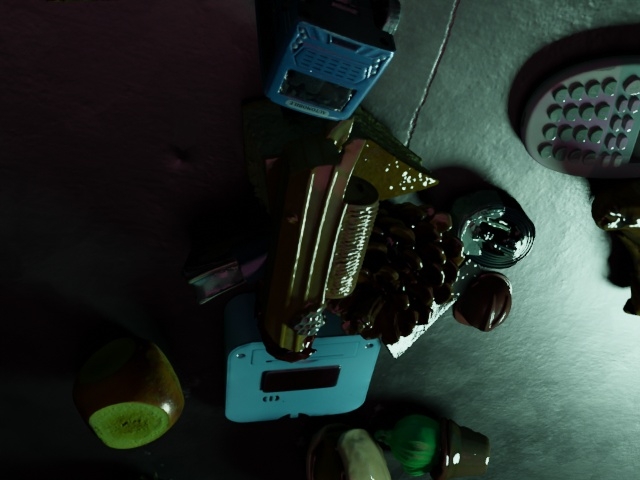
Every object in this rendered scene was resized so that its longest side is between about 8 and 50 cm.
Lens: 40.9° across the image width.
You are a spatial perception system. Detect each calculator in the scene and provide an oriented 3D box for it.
[{"bbox_3d":[0.420,-0.168,1.180,0.298,0.041,0.186,-3,127,-8],"label":"calculator"}]

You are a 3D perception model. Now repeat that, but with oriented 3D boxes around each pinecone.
[{"bbox_3d":[0.087,0.047,1.160,0.212,0.168,0.186,-37,145,-34],"label":"pinecone"}]

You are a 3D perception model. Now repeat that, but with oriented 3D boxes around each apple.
[{"bbox_3d":[-0.277,0.225,1.237,0.147,0.163,0.146,-29,120,-9],"label":"apple"}]

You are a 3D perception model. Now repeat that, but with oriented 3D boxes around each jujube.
[{"bbox_3d":[-0.048,0.088,1.194,0.104,0.166,0.104,6,145,4],"label":"jujube"}]

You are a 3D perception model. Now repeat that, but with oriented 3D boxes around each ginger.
[{"bbox_3d":[0.492,0.006,1.287,0.133,0.107,0.309,-23,130,12],"label":"ginger"}]

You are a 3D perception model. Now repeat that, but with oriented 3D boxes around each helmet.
[{"bbox_3d":[0.263,0.111,1.342,0.089,0.057,0.111,7,124,-20],"label":"helmet"}]

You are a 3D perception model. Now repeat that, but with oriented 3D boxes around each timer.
[{"bbox_3d":[-0.037,0.188,1.341,0.231,0.091,0.250,-3,138,-11],"label":"timer"}]

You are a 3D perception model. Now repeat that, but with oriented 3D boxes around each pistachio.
[{"bbox_3d":[0.054,0.413,1.478,0.137,0.153,0.238,6,135,34],"label":"pistachio"}]

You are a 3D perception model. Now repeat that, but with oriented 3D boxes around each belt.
[{"bbox_3d":[0.248,-0.016,1.244,0.140,0.058,0.105,20,116,-24],"label":"belt"}]

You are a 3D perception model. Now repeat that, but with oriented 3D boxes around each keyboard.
[{"bbox_3d":[0.168,0.096,1.288,0.195,0.018,0.060,-42,134,-12],"label":"keyboard"}]

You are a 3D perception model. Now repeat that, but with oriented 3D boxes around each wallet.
[{"bbox_3d":[-0.081,0.013,1.142,0.202,0.141,0.059,-21,102,4],"label":"wallet"}]

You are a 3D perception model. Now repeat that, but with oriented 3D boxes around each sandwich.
[{"bbox_3d":[0.025,-0.110,1.088,0.235,0.122,0.128,-10,131,-8],"label":"sandwich"}]

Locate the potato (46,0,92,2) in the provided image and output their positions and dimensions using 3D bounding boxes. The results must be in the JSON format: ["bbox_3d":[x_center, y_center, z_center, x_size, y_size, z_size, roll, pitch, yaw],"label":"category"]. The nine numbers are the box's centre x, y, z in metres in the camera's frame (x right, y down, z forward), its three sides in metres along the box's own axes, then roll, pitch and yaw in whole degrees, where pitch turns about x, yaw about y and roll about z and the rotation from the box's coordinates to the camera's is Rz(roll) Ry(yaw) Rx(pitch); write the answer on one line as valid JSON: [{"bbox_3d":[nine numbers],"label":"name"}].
[{"bbox_3d":[-0.289,-0.335,0.833,0.300,0.140,0.173,30,111,-25],"label":"potato"}]

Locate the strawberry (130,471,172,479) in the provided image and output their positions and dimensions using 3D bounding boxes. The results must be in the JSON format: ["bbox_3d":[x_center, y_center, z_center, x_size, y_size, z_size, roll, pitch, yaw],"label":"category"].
[{"bbox_3d":[-0.287,0.465,1.446,0.131,0.131,0.148,11,124,-20],"label":"strawberry"}]

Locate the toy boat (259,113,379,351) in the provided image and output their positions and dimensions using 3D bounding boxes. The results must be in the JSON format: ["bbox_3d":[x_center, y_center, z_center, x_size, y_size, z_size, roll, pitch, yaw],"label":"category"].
[{"bbox_3d":[0.000,0.000,1.018,0.115,0.089,0.310,2,122,-13],"label":"toy boat"}]

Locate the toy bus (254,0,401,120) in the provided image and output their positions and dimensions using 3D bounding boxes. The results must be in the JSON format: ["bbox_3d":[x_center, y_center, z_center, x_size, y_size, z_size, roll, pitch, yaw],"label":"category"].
[{"bbox_3d":[-0.005,-0.248,0.901,0.113,0.246,0.134,13,134,-22],"label":"toy bus"}]

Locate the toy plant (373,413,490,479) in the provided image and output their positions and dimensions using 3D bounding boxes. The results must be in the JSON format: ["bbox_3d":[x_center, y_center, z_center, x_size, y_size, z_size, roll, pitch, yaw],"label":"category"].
[{"bbox_3d":[0.189,0.361,1.491,0.200,0.105,0.143,9,139,2],"label":"toy plant"}]
